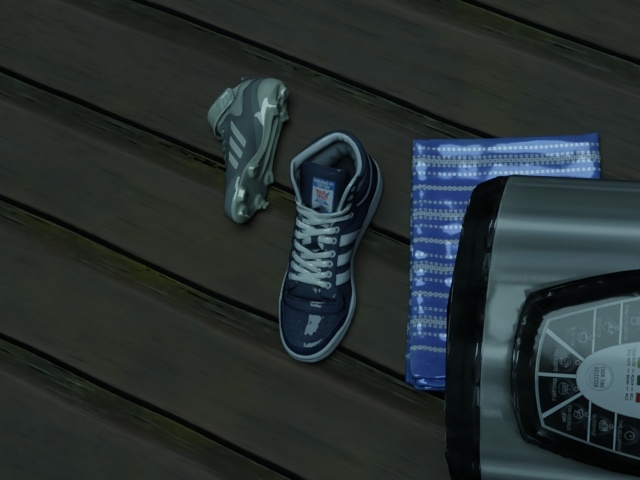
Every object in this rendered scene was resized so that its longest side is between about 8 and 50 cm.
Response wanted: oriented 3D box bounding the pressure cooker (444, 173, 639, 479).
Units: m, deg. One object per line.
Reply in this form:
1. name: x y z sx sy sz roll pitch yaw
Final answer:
1. pressure cooker: 0.357 0.110 1.657 0.420 0.370 0.375 4 54 12

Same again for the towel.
1. towel: 0.227 0.023 1.930 0.243 0.040 0.336 -1 70 10

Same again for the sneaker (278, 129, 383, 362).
1. sneaker: 0.000 0.000 1.921 0.099 0.153 0.282 12 73 16

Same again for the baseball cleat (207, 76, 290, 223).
1. baseball cleat: -0.106 -0.118 2.042 0.109 0.072 0.206 7 66 28
